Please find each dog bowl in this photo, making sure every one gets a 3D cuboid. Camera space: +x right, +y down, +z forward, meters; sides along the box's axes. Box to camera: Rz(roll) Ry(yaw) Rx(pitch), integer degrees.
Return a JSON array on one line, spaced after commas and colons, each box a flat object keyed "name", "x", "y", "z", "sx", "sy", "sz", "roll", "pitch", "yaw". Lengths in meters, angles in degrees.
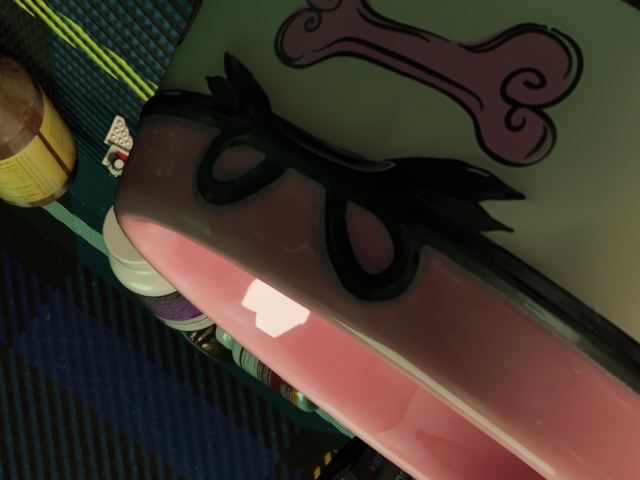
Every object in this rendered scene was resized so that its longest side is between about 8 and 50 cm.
[{"name": "dog bowl", "x": 0.086, "y": 0.031, "z": 0.653, "sx": 0.408, "sy": 0.150, "sz": 0.408, "roll": 36, "pitch": 171, "yaw": 7}]

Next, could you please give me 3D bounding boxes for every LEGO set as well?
[{"name": "LEGO set", "x": -0.089, "y": -0.030, "z": 1.369, "sx": 0.182, "sy": 0.060, "sz": 0.244, "roll": 16, "pitch": 162, "yaw": 31}]

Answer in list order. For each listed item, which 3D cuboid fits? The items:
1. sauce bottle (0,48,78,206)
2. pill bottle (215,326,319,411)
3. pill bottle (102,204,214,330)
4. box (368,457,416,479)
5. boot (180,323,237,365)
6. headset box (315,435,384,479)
[{"name": "sauce bottle", "x": -0.320, "y": -0.125, "z": 1.479, "sx": 0.111, "sy": 0.111, "sz": 0.344, "roll": 35, "pitch": 169, "yaw": 10}, {"name": "pill bottle", "x": -0.049, "y": 0.133, "z": 1.810, "sx": 0.152, "sy": 0.086, "sz": 0.086, "roll": 33, "pitch": 170, "yaw": 27}, {"name": "pill bottle", "x": -0.160, "y": 0.018, "z": 1.589, "sx": 0.108, "sy": 0.108, "sz": 0.193, "roll": 33, "pitch": 170, "yaw": 21}, {"name": "box", "x": 0.123, "y": 0.211, "z": 1.277, "sx": 0.059, "sy": 0.183, "sz": 0.233, "roll": 31, "pitch": 170, "yaw": 32}, {"name": "boot", "x": -0.185, "y": 0.066, "z": 1.984, "sx": 0.236, "sy": 0.085, "sz": 0.178, "roll": 44, "pitch": 172, "yaw": -6}, {"name": "headset box", "x": 0.117, "y": 0.344, "z": 1.636, "sx": 0.283, "sy": 0.131, "sz": 0.246, "roll": 48, "pitch": -157, "yaw": 2}]
